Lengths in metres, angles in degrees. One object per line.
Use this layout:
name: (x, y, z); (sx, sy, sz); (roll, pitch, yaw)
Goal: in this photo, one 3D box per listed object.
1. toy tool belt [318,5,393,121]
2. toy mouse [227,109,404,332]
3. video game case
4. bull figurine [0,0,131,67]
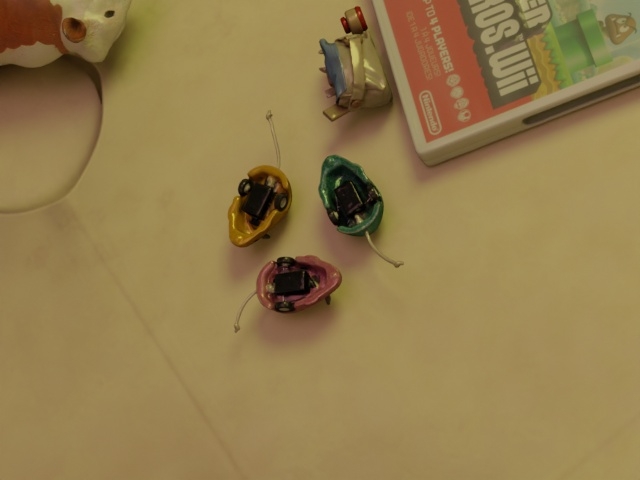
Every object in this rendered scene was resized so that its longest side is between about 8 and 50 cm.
toy tool belt: (0.017, -0.127, 0.883); (0.051, 0.052, 0.083); (-20, 64, 6)
toy mouse: (0.000, 0.000, 0.855); (0.143, 0.031, 0.161); (16, 78, 27)
video game case: (0.176, -0.191, 0.855); (0.285, 0.025, 0.204); (-21, 65, 14)
bull figurine: (-0.297, -0.209, 0.991); (0.310, 0.101, 0.188); (-12, 96, 24)
